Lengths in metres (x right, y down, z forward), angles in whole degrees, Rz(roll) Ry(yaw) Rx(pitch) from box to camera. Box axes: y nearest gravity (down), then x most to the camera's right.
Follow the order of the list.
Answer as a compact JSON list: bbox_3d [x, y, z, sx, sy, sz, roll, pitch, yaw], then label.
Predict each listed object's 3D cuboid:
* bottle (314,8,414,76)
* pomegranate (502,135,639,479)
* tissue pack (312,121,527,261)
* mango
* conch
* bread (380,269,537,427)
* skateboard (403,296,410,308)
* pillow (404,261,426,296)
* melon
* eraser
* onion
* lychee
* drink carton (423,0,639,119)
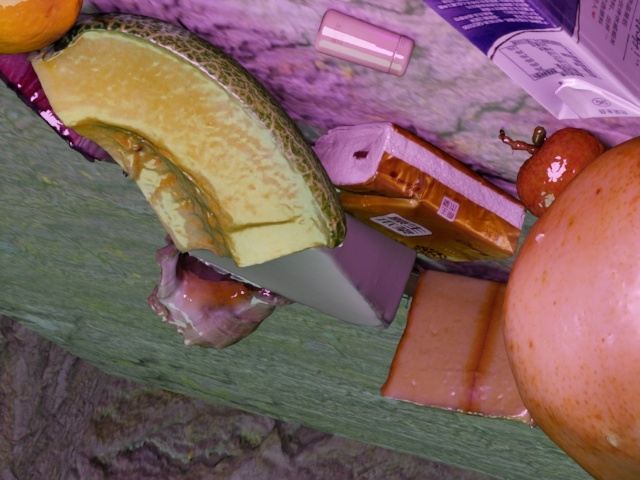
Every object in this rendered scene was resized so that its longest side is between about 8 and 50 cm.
[{"bbox_3d":[0.044,-0.197,1.477,0.096,0.045,0.045,19,165,2],"label":"bottle"},{"bbox_3d":[0.369,0.086,1.363,0.416,0.417,0.416,19,165,5],"label":"pomegranate"},{"bbox_3d":[0.112,-0.057,1.786,0.226,0.092,0.183,27,163,-27],"label":"tissue pack"},{"bbox_3d":[-0.353,-0.279,1.542,0.187,0.144,0.359,46,162,-26],"label":"mango"},{"bbox_3d":[-0.136,0.027,2.244,0.263,0.324,0.186,44,-162,-57],"label":"conch"},{"bbox_3d":[0.255,0.231,2.187,0.233,0.245,0.362,7,147,19],"label":"bread"},{"bbox_3d":[0.119,0.091,2.413,0.083,0.032,0.064,12,173,36],"label":"skateboard"},{"bbox_3d":[0.185,0.087,2.275,0.232,0.043,0.126,28,163,-21],"label":"pillow"},{"bbox_3d":[-0.159,-0.129,1.674,0.343,0.226,0.331,62,168,-29],"label":"melon"},{"bbox_3d":[0.000,0.000,2.028,0.331,0.150,0.331,20,163,7],"label":"eraser"},{"bbox_3d":[-0.314,-0.207,1.814,0.247,0.111,0.250,46,-175,9],"label":"onion"},{"bbox_3d":[0.245,-0.069,1.544,0.140,0.101,0.114,20,164,5],"label":"lychee"},{"bbox_3d":[0.182,-0.199,1.120,0.102,0.134,0.222,1,156,46],"label":"drink carton"}]
